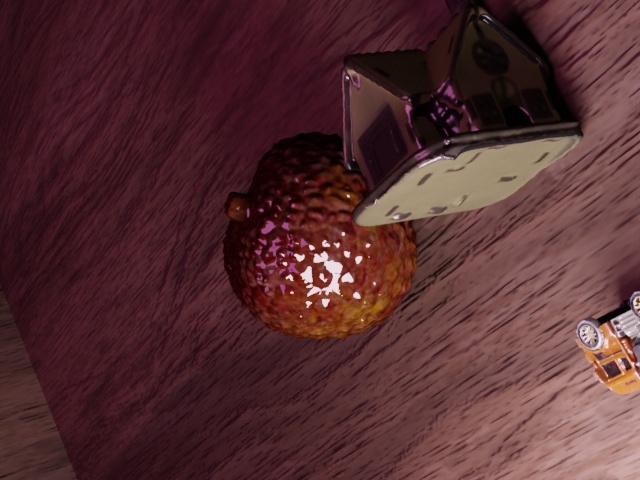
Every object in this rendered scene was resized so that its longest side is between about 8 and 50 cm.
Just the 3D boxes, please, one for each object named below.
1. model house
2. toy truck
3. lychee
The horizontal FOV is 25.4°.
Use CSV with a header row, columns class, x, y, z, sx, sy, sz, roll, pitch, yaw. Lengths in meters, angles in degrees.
class,x,y,z,sx,sy,sz,roll,pitch,yaw
model house,0.111,-0.179,1.523,0.205,0.218,0.278,-43,63,53
toy truck,0.342,0.086,1.395,0.192,0.083,0.092,-39,76,54
lychee,0.000,0.000,1.726,0.261,0.261,0.260,28,125,48
